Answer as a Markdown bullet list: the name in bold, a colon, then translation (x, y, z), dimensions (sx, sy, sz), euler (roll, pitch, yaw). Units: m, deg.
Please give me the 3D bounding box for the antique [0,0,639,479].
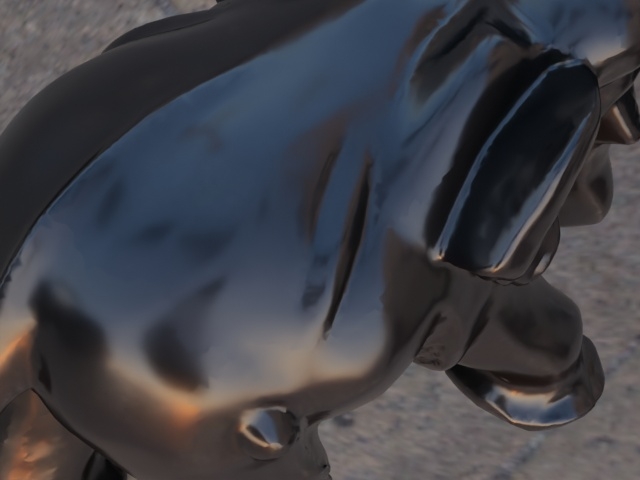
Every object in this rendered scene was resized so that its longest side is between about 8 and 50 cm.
- **antique**: translation (0.000, 0.000, 0.716), dimensions (0.322, 0.255, 0.185), euler (-29, 56, -22)
